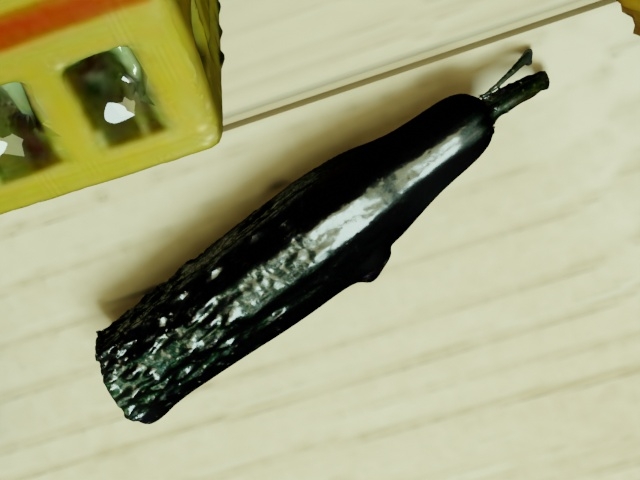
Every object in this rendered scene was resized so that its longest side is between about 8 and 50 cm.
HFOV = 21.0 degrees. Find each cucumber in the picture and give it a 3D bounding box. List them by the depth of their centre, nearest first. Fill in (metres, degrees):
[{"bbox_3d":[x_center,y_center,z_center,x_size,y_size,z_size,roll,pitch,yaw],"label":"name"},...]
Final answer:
[{"bbox_3d":[0.000,0.000,0.517,0.163,0.043,0.039,-34,95,19],"label":"cucumber"}]

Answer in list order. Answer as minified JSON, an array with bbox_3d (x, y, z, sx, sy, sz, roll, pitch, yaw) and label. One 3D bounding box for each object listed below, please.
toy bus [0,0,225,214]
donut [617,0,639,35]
[{"bbox_3d":[-0.193,-0.044,0.450,0.335,0.121,0.123,-17,129,9],"label":"toy bus"},{"bbox_3d":[0.219,-0.003,0.325,0.163,0.435,0.377,-45,73,7],"label":"donut"}]
